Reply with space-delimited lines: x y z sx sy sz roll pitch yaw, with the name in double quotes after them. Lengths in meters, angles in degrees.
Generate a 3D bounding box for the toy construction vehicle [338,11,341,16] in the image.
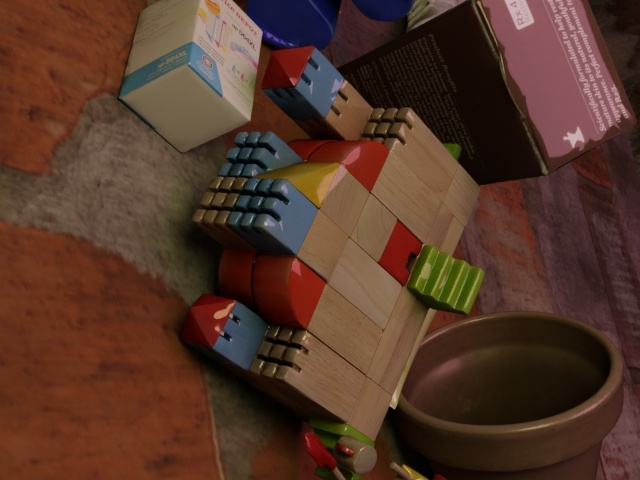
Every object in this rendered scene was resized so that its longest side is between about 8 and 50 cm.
0.005 -0.330 1.265 0.035 0.098 0.086 3 52 -56 "toy construction vehicle"

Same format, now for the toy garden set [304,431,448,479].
0.010 0.264 0.873 0.244 0.049 0.204 43 74 -37 "toy garden set"

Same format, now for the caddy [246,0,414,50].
-0.028 -0.369 1.082 0.341 0.241 0.179 36 50 -45 "caddy"

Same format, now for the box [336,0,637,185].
0.165 -0.168 1.141 0.143 0.381 0.191 -27 99 -19 "box"

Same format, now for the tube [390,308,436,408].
0.091 0.105 1.163 0.240 0.070 0.062 -47 133 -55 "tube"

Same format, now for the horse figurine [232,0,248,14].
-0.122 -0.294 0.937 0.263 0.174 0.066 16 61 -56 "horse figurine"

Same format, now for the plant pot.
0.228 0.240 1.155 0.263 0.263 0.229 -53 135 -56 "plant pot"

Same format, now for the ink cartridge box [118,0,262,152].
-0.122 -0.178 0.953 0.092 0.089 0.143 41 41 -40 "ink cartridge box"

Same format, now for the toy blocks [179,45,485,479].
0.000 0.000 0.924 0.261 0.190 0.382 40 67 -40 "toy blocks"

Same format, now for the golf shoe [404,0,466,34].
0.172 -0.353 1.553 0.140 0.115 0.306 56 24 -3 "golf shoe"
